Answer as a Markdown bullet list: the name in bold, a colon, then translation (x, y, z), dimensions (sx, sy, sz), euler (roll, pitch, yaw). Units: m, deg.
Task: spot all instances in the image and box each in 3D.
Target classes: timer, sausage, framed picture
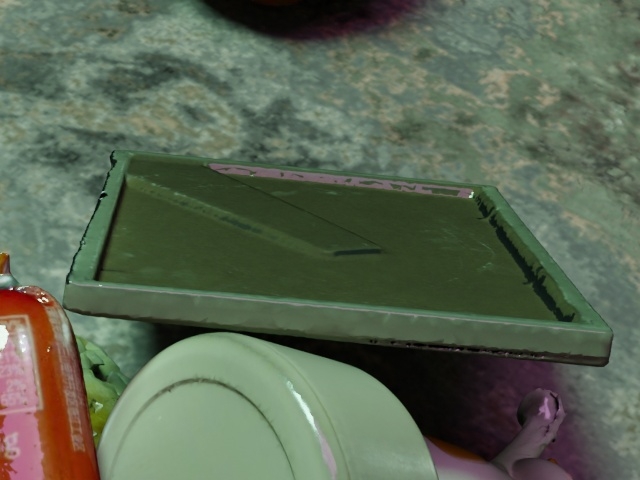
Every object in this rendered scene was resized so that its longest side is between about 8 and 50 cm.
- **timer**: translation (0.044, 0.135, 0.804), dimensions (0.266, 0.175, 0.175), euler (5, 40, -43)
- **sausage**: translation (-0.125, 0.135, 0.738), dimensions (0.074, 0.074, 0.274), euler (-7, 69, -15)
- **framed picture**: translation (0.000, 0.000, 0.904), dimensions (0.247, 0.022, 0.335), euler (5, 12, -5)

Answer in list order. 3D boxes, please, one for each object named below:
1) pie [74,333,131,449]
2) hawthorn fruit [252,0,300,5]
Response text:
- **pie**: translation (-0.206, 0.133, 0.819), dimensions (0.308, 0.085, 0.308), euler (8, 50, -10)
- **hawthorn fruit**: translation (-0.018, -0.265, 1.153), dimensions (0.179, 0.200, 0.179), euler (9, 47, -9)
